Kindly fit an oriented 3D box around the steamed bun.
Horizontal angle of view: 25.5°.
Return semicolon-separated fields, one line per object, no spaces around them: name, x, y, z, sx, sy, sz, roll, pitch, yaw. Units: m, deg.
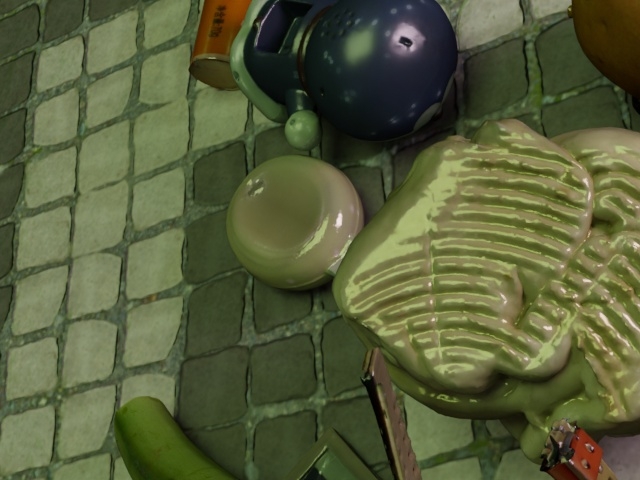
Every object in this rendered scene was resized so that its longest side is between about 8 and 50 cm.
steamed bun;0.181;0.041;1.148;0.289;0.203;0.276;-34;75;9

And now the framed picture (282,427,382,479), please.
framed picture;-0.023;0.330;1.252;0.281;0.019;0.209;-50;48;2

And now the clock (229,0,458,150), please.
clock;0.026;-0.178;1.417;0.243;0.146;0.200;12;69;47

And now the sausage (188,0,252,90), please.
sausage;-0.093;-0.287;1.603;0.071;0.071;0.234;-5;64;33

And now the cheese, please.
cheese;0.000;0.000;1.387;0.227;0.064;0.137;36;90;40

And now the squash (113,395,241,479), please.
squash;-0.120;0.231;1.324;0.083;0.083;0.250;-54;38;-2

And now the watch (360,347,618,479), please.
watch;0.142;0.193;1.058;0.164;0.268;0.102;-12;21;27

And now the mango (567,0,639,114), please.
mango;0.341;-0.189;1.191;0.287;0.153;0.201;17;68;38
